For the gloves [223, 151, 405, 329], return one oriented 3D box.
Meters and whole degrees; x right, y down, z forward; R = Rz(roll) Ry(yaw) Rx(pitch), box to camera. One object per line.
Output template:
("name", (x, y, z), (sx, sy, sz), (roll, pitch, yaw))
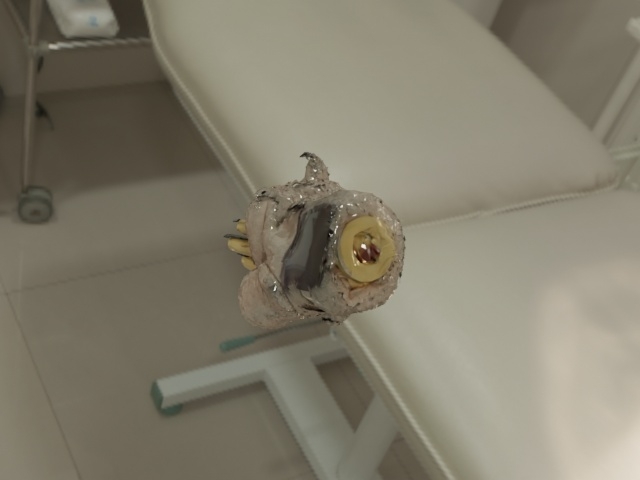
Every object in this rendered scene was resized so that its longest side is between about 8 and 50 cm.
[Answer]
("gloves", (0.001, 0.008, 0.605), (0.094, 0.110, 0.144), (7, 15, -24))
